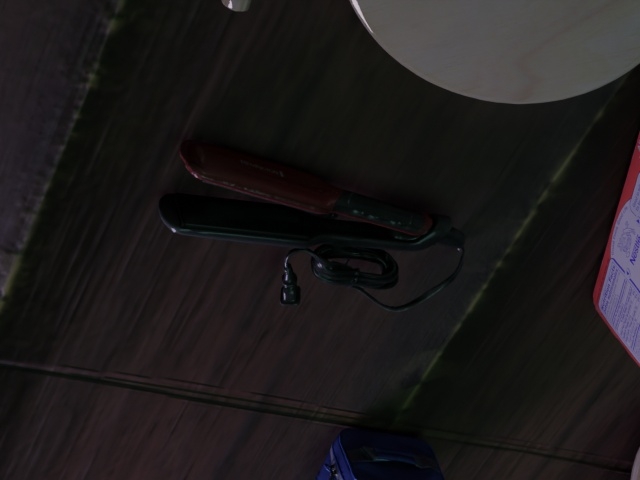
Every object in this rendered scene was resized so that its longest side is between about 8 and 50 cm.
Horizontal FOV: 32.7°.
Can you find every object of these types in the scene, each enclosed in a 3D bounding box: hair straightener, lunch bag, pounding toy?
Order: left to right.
[{"bbox_3d":[0.000,0.000,0.714,0.230,0.047,0.089,10,122,-32],"label":"hair straightener"},{"bbox_3d":[0.045,0.186,0.849,0.098,0.067,0.065,12,120,-26],"label":"lunch bag"},{"bbox_3d":[0.082,-0.185,0.578,0.236,0.110,0.183,18,134,2],"label":"pounding toy"}]

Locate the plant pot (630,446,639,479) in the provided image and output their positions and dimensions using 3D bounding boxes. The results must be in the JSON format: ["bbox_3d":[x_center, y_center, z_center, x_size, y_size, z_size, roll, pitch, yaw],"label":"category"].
[{"bbox_3d":[0.419,0.234,0.935,0.273,0.257,0.257,4,126,-4],"label":"plant pot"}]

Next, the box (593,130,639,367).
[{"bbox_3d":[0.305,-0.035,0.724,0.142,0.154,0.300,-6,126,-16],"label":"box"}]
